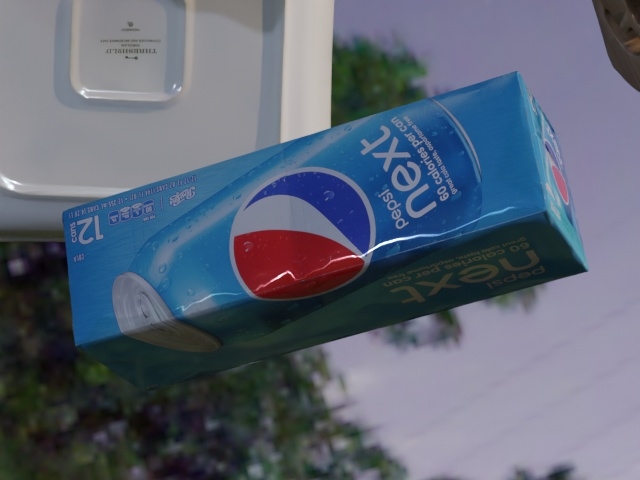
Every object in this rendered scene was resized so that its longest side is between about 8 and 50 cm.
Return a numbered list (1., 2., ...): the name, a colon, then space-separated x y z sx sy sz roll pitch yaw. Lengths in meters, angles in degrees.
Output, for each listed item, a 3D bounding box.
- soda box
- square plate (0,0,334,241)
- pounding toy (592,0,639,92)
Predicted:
1. soda box: 0.000 0.000 0.826 0.210 0.067 0.071 -17 -26 15
2. square plate: -0.161 -0.165 1.634 0.347 0.344 0.049 2 2 2
3. pounding toy: 0.221 -0.186 1.097 0.155 0.269 0.154 -27 -13 -7
